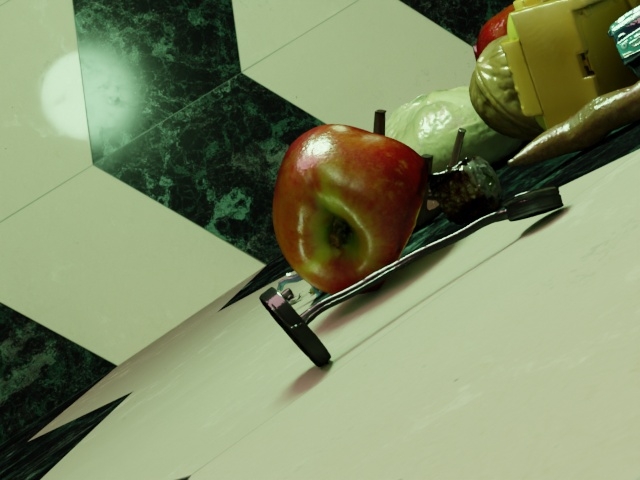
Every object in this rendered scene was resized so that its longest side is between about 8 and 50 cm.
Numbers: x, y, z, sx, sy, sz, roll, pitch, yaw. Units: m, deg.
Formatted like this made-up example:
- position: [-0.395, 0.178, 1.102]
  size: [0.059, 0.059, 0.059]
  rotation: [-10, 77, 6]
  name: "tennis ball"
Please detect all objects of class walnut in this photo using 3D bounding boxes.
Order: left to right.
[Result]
- position: [0.382, -0.286, 1.833]
  size: [0.228, 0.228, 0.228]
  rotation: [-33, 3, 2]
  name: "walnut"

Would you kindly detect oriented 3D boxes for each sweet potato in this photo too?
- position: [0.406, -0.175, 1.454]
  size: [0.281, 0.059, 0.067]
  rotation: [-32, 16, 30]
  name: "sweet potato"

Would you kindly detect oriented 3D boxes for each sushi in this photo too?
- position: [0.221, -0.081, 1.518]
  size: [0.084, 0.098, 0.094]
  rotation: [-29, 3, 36]
  name: "sushi"

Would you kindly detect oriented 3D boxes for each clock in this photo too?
- position: [0.458, -0.320, 1.630]
  size: [0.317, 0.244, 0.200]
  rotation: [-30, 19, -35]
  name: "clock"

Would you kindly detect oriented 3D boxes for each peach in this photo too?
- position: [0.049, -0.062, 1.494]
  size: [0.249, 0.245, 0.274]
  rotation: [-39, 3, 22]
  name: "peach"

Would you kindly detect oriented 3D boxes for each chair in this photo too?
- position: [0.143, -0.066, 1.929]
  size: [0.176, 0.183, 0.326]
  rotation: [-39, -39, -48]
  name: "chair"

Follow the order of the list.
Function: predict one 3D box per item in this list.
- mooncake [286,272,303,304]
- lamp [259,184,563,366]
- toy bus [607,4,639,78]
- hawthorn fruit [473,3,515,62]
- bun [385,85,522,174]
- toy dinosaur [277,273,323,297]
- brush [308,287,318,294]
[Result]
- position: [0.007, 0.042, 2.119]
  size: [0.347, 0.057, 0.150]
  rotation: [-40, -5, -41]
  name: "mooncake"
- position: [0.118, 0.049, 1.180]
  size: [0.371, 0.108, 0.130]
  rotation: [-19, -10, -4]
  name: "lamp"
- position: [0.493, -0.285, 1.466]
  size: [0.079, 0.091, 0.160]
  rotation: [-33, -27, 33]
  name: "toy bus"
- position: [0.498, -0.395, 2.176]
  size: [0.307, 0.265, 0.265]
  rotation: [-15, -8, -35]
  name: "hawthorn fruit"
- position: [0.244, -0.207, 2.112]
  size: [0.361, 0.213, 0.361]
  rotation: [-31, 2, 1]
  name: "bun"
- position: [-0.001, 0.055, 1.822]
  size: [0.197, 0.080, 0.045]
  rotation: [-32, 1, 29]
  name: "toy dinosaur"
- position: [0.012, 0.075, 1.995]
  size: [0.043, 0.014, 0.170]
  rotation: [-34, 2, 17]
  name: "brush"
